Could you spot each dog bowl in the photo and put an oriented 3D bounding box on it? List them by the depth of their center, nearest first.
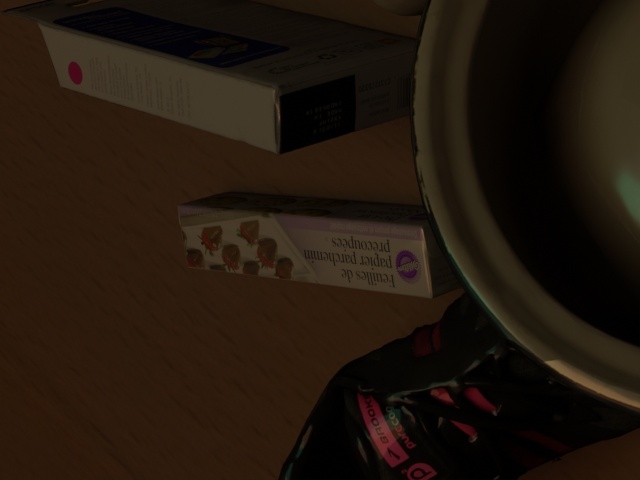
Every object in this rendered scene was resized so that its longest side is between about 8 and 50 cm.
[{"bbox_3d":[0.265,-0.078,1.062,0.408,0.150,0.408,-6,73,21],"label":"dog bowl"}]

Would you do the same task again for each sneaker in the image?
[{"bbox_3d":[0.128,0.121,1.373,0.185,0.202,0.483,50,139,5],"label":"sneaker"}]

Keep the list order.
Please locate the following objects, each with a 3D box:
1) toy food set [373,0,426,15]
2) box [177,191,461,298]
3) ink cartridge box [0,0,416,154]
[{"bbox_3d":[0.077,-0.342,1.367,0.220,0.092,0.306,-24,94,49],"label":"toy food set"},{"bbox_3d":[0.000,0.000,1.592,0.324,0.067,0.063,6,109,48],"label":"box"},{"bbox_3d":[-0.095,-0.157,1.550,0.371,0.176,0.069,22,121,42],"label":"ink cartridge box"}]
